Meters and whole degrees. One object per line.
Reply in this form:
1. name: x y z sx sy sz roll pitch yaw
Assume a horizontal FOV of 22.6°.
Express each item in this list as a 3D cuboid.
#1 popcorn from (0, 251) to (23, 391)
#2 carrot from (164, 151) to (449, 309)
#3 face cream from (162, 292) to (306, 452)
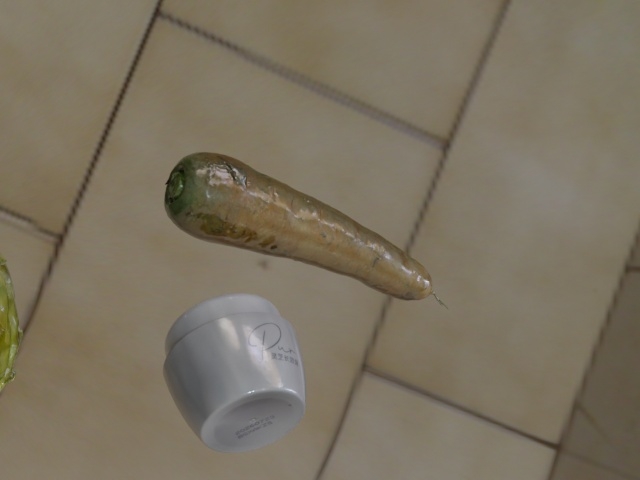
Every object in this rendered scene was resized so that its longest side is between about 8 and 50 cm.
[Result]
1. popcorn: -0.299 0.050 1.094 0.198 0.212 0.198 -30 135 -35
2. carrot: 0.000 0.000 1.413 0.298 0.078 0.078 23 84 -25
3. face cream: -0.070 0.110 1.330 0.117 0.117 0.104 -12 53 -16
